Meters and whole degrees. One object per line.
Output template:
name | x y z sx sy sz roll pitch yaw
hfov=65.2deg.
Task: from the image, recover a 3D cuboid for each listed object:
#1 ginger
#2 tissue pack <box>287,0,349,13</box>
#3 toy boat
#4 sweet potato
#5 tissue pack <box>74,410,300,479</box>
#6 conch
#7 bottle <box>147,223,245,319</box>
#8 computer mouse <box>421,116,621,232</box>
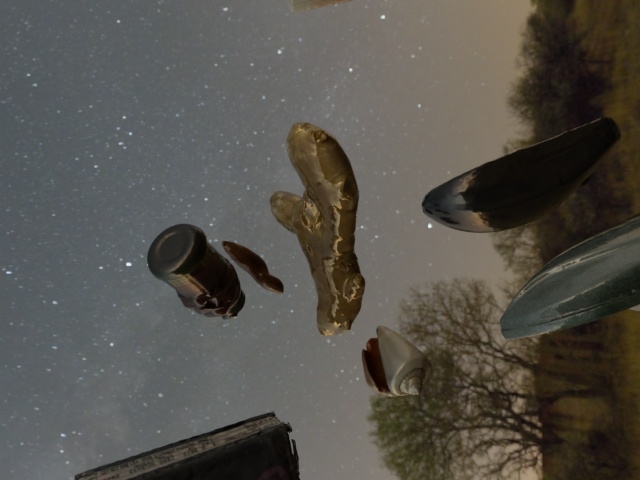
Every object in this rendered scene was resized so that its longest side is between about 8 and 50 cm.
ginger | 0.017 -0.011 0.959 0.122 0.363 0.348 -23 -103 -29
tissue pack | 0.095 -0.456 0.778 0.071 0.325 0.170 82 174 -58
toy boat | 0.323 0.024 0.497 0.141 0.319 0.092 180 66 -89
sweet potato | -0.166 0.064 1.262 0.202 0.055 0.058 42 -108 -6
tissue pack | -0.210 0.473 0.855 0.361 0.122 0.259 -9 -87 -27
conch | 0.124 0.210 0.883 0.094 0.176 0.104 22 -70 -44
bottle | -0.263 0.083 1.119 0.271 0.143 0.156 59 -164 -52
computer mouse | 0.271 -0.068 0.662 0.137 0.269 0.086 65 -177 -80
